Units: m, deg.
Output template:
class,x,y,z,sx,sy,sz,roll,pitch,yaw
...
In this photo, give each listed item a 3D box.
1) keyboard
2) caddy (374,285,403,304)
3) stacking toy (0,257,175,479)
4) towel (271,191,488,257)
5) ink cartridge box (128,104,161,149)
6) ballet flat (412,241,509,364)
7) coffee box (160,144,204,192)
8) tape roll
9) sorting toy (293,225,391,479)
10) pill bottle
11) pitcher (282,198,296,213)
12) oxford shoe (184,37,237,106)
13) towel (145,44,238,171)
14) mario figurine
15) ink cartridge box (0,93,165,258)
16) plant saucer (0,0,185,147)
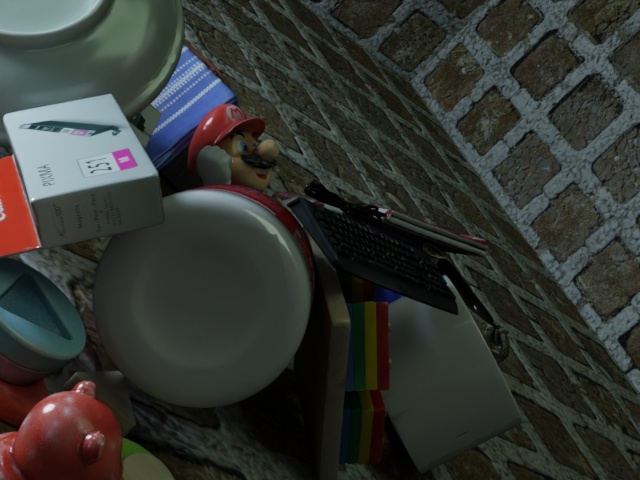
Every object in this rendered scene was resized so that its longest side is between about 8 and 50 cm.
class,x,y,z,sx,sy,sz,roll,pitch,yaw
keyboard,0.063,-0.003,1.680,0.317,0.033,0.201,23,25,-54
caddy,0.181,0.139,2.178,0.241,0.179,0.341,40,17,-16
stacking toy,-0.223,0.154,1.250,0.279,0.130,0.309,27,25,-46
towel,0.098,-0.032,2.192,0.237,0.037,0.329,18,-5,-36
ink cartridge box,-0.295,-0.114,1.708,0.078,0.134,0.231,41,18,-14
ballet flat,0.227,0.090,2.061,0.084,0.058,0.250,-1,48,-42
coffee box,-0.239,-0.184,2.067,0.246,0.098,0.141,44,14,-3
tape roll,0.164,0.195,1.883,0.246,0.169,0.246,63,1,-3
sorting toy,0.030,0.140,1.675,0.089,0.255,0.257,-1,30,-9
pill bottle,-0.120,0.049,1.516,0.229,0.229,0.407,45,4,-2
pitcher,0.000,0.000,2.093,0.207,0.178,0.125,18,69,-62
oxford shoe,-0.250,-0.264,2.209,0.123,0.130,0.348,-32,97,-30
towel,-0.310,-0.264,1.948,0.336,0.040,0.243,45,58,1
mario figurine,-0.084,-0.057,1.896,0.198,0.170,0.320,116,-46,-77
ink cartridge box,-0.307,-0.067,1.346,0.275,0.239,0.060,-129,-150,-60
plant saucer,-0.366,-0.301,1.607,0.400,0.100,0.400,5,57,-8
